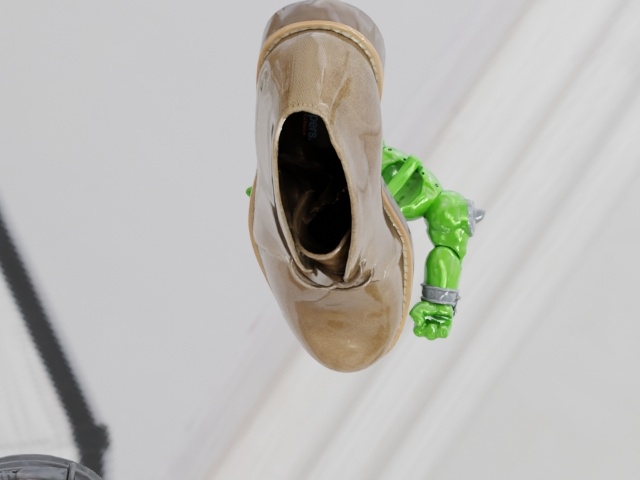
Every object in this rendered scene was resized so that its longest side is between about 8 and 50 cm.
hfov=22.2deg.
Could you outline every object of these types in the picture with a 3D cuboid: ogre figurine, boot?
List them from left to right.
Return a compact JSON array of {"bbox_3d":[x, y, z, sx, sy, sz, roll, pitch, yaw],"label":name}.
[{"bbox_3d":[0.000,0.000,1.056,0.112,0.305,0.115,-1,-134,7],"label":"boot"},{"bbox_3d":[0.050,-0.017,1.337,0.197,0.097,0.118,40,-85,26],"label":"ogre figurine"}]

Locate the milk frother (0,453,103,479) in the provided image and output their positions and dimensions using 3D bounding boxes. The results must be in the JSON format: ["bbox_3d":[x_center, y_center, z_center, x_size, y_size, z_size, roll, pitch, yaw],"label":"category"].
[{"bbox_3d":[-0.121,0.174,0.622,0.135,0.129,0.143,-53,-175,26],"label":"milk frother"}]
